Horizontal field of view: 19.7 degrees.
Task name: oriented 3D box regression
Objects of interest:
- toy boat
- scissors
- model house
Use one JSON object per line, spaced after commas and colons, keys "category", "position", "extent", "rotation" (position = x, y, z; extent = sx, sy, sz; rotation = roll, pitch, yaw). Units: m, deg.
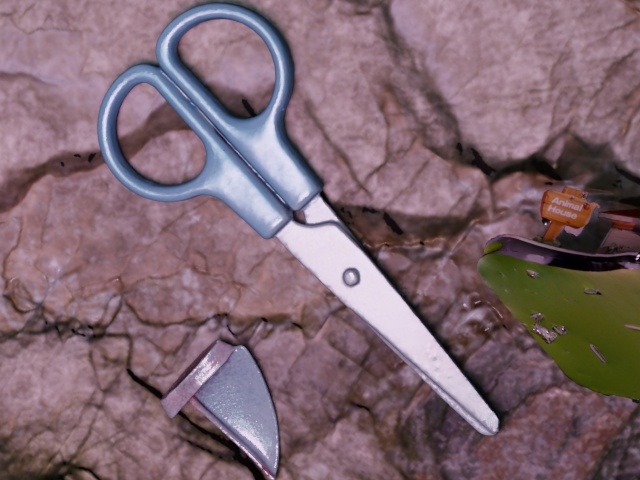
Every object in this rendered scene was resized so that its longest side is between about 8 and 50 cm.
{"category": "toy boat", "position": [-0.069, 0.151, 1.625], "extent": [0.122, 0.034, 0.096], "rotation": [42, 104, -6]}
{"category": "scissors", "position": [0.000, 0.000, 1.582], "extent": [0.192, 0.029, 0.447], "rotation": [-43, 88, 15]}
{"category": "model house", "position": [0.292, 0.022, 1.418], "extent": [0.207, 0.294, 0.154], "rotation": [48, 65, -33]}
